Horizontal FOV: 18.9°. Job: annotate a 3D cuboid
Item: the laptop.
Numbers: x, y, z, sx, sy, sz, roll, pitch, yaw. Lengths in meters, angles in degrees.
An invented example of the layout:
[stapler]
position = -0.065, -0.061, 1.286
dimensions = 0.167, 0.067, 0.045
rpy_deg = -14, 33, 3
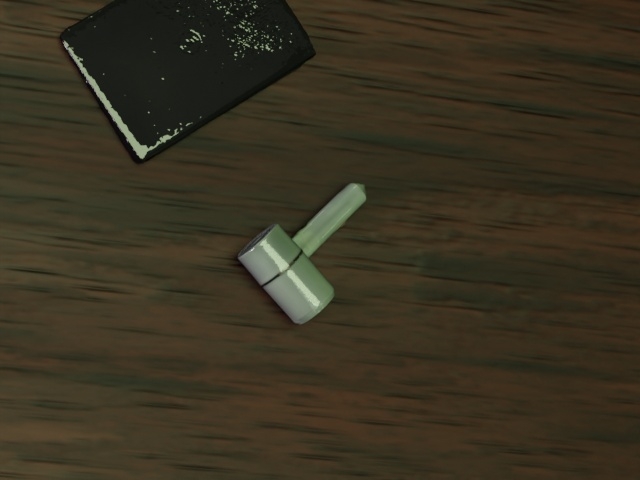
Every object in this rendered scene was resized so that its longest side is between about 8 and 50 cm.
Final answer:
[laptop]
position = -0.115, -0.170, 1.670
dimensions = 0.197, 0.016, 0.135
rpy_deg = -33, 94, -20

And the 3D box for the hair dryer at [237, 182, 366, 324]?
[hair dryer]
position = 0.000, 0.000, 1.675
dimensions = 0.082, 0.047, 0.137
rpy_deg = 48, 65, -9
